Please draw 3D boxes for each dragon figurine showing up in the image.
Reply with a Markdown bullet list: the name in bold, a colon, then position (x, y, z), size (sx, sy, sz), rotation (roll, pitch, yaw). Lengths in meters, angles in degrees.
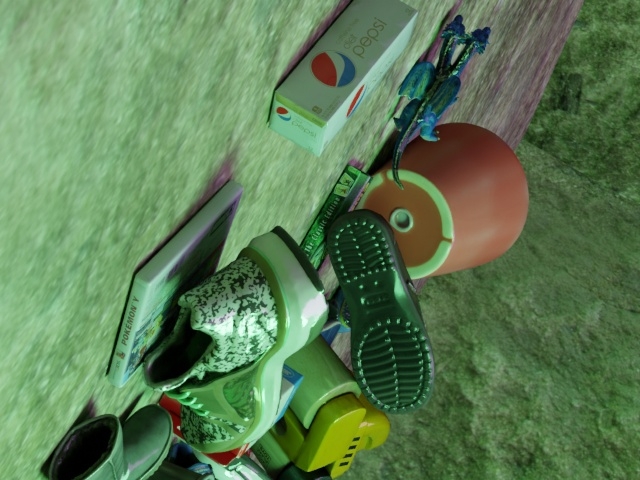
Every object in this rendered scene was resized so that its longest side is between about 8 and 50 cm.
- **dragon figurine**: position (0.175, -0.231, 2.227), size (0.289, 0.085, 0.144), rotation (-56, 170, -21)

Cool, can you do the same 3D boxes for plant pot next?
- **plant pot**: position (0.195, -0.056, 2.428), size (0.243, 0.275, 0.275), rotation (-25, 146, -56)

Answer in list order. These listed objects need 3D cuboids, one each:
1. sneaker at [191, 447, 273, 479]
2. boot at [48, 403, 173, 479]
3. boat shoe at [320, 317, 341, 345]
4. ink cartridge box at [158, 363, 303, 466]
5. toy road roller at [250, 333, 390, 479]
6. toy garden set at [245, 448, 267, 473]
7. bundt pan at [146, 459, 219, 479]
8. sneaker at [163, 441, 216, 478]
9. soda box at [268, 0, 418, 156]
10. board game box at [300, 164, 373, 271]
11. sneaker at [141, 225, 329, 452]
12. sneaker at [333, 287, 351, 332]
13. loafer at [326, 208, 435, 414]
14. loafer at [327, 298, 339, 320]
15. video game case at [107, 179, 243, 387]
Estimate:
- **sneaker**: position (-0.203, 0.489, 2.281), size (0.257, 0.169, 0.447), rotation (-46, 159, -23)
- **boot**: position (-0.246, 0.243, 1.646), size (0.189, 0.076, 0.208), rotation (-57, 163, -25)
- **boat shoe**: position (-0.017, 0.161, 2.506), size (0.066, 0.066, 0.183), rotation (-63, 164, 8)
- **ink cartridge box**: position (-0.128, 0.214, 1.913), size (0.078, 0.134, 0.231), rotation (-61, 171, 18)
- **toy road roller**: position (0.009, 0.284, 2.394), size (0.241, 0.202, 0.329), rotation (-18, 145, -33)
- **toy garden set**: position (-0.117, 0.500, 2.704), size (0.049, 0.204, 0.244), rotation (-46, 155, -50)
- **bundt pan**: position (-0.271, 0.427, 1.837), size (0.331, 0.124, 0.331), rotation (-57, 166, -23)
- **sneaker**: position (-0.182, 0.375, 2.048), size (0.083, 0.221, 0.087), rotation (-7, 117, -35)
- **soda box**: position (0.028, -0.201, 1.619), size (0.216, 0.074, 0.069), rotation (-53, 169, -32)
- **board game box**: position (0.000, 0.000, 2.225), size (0.259, 0.030, 0.136), rotation (-59, 168, 4)
- **sneaker**: position (-0.140, 0.137, 1.638), size (0.182, 0.158, 0.410), rotation (-16, 151, -29)
- **sneaker**: position (0.068, 0.094, 2.783), size (0.082, 0.069, 0.209), rotation (-17, -140, 52)
- **loafer**: position (0.110, 0.106, 2.233), size (0.130, 0.134, 0.366), rotation (-66, 146, -65)
- **loafer**: position (-0.006, 0.189, 2.676), size (0.170, 0.062, 0.061), rotation (-61, 175, 18)
- **video game case**: position (-0.164, 0.048, 1.571), size (0.201, 0.023, 0.183), rotation (-50, 167, -46)
